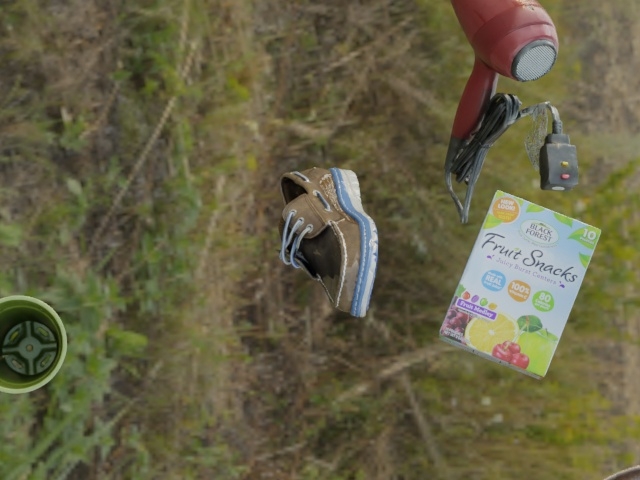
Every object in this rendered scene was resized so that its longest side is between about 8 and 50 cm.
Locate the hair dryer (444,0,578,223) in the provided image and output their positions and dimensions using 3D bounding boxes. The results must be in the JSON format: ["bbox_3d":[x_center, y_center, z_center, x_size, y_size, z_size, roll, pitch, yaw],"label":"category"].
[{"bbox_3d":[0.167,-0.173,1.277,0.080,0.223,0.294,-2,84,-32],"label":"hair dryer"}]

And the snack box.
[{"bbox_3d":[0.176,0.040,1.072,0.037,0.100,0.141,66,47,-78],"label":"snack box"}]

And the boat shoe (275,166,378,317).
[{"bbox_3d":[0.000,0.000,0.913,0.183,0.066,0.066,-106,-155,-63],"label":"boat shoe"}]

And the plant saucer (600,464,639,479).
[{"bbox_3d":[0.264,0.242,0.835,0.199,0.198,0.036,-56,158,-47],"label":"plant saucer"}]

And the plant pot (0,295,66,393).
[{"bbox_3d":[-0.262,0.094,1.063,0.079,0.083,0.083,127,-38,-80],"label":"plant pot"}]
